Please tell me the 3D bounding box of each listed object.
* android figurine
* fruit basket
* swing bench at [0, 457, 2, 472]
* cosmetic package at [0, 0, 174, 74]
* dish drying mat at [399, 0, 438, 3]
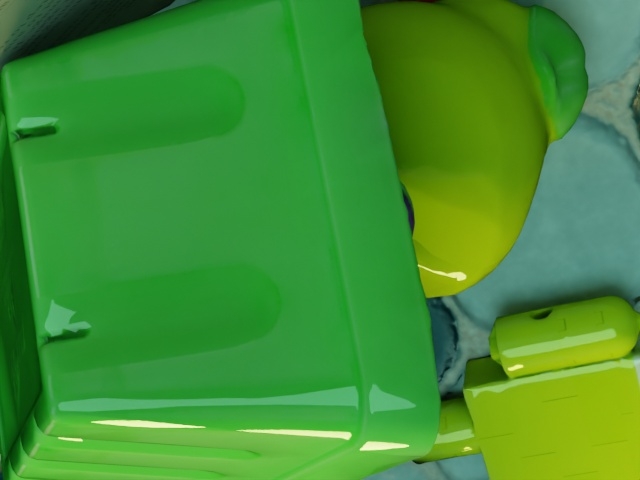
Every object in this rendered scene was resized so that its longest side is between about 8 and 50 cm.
[{"bbox_3d":[0.202,0.150,0.983,0.273,0.056,0.248,-10,113,16],"label":"android figurine"},{"bbox_3d":[0.000,0.000,0.797,0.392,0.392,0.283,-14,76,16],"label":"fruit basket"},{"bbox_3d":[-0.349,0.109,1.003,0.253,0.165,0.255,43,109,-10],"label":"swing bench"},{"bbox_3d":[-0.127,-0.201,0.642,0.230,0.453,0.161,-40,94,23],"label":"cosmetic package"},{"bbox_3d":[0.053,-0.165,0.884,0.083,0.008,0.032,28,116,-4],"label":"dish drying mat"}]
